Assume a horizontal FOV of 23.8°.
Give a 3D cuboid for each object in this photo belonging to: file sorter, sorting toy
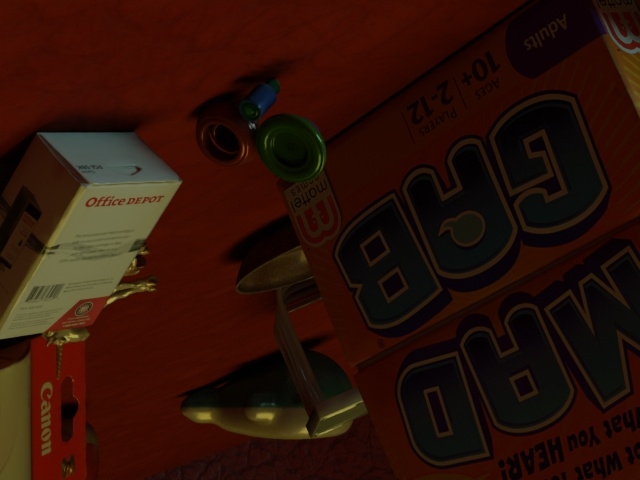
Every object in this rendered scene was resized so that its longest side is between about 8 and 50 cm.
[{"bbox_3d":[0.050,0.114,1.833,0.193,0.173,0.278,-22,170,-7],"label":"file sorter"},{"bbox_3d":[-0.036,-0.078,1.035,0.102,0.061,0.042,10,-144,23],"label":"sorting toy"}]

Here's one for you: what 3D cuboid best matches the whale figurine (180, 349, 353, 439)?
[{"bbox_3d":[-0.081,0.243,2.407,0.272,0.141,0.216,1,174,15],"label":"whale figurine"}]

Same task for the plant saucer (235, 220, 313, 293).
[{"bbox_3d":[0.000,0.000,1.545,0.198,0.036,0.198,-21,170,-4],"label":"plant saucer"}]

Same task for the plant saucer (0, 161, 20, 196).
[{"bbox_3d":[-0.263,0.004,1.043,0.195,0.037,0.195,-21,170,-4],"label":"plant saucer"}]

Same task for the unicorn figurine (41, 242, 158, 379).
[{"bbox_3d":[-0.202,0.048,1.351,0.111,0.060,0.162,-19,153,-11],"label":"unicorn figurine"}]

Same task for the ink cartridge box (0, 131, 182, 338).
[{"bbox_3d":[-0.169,-0.005,1.008,0.099,0.056,0.135,-5,136,-56],"label":"ink cartridge box"}]

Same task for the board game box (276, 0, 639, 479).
[{"bbox_3d":[0.255,0.015,1.272,0.356,0.356,0.356,-11,164,-45],"label":"board game box"}]

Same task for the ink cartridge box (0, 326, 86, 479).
[{"bbox_3d":[-0.295,0.196,1.477,0.066,0.189,0.232,15,-160,37],"label":"ink cartridge box"}]

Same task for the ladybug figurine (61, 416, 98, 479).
[{"bbox_3d":[-0.467,0.377,2.123,0.305,0.162,0.449,-11,164,-44],"label":"ladybug figurine"}]
